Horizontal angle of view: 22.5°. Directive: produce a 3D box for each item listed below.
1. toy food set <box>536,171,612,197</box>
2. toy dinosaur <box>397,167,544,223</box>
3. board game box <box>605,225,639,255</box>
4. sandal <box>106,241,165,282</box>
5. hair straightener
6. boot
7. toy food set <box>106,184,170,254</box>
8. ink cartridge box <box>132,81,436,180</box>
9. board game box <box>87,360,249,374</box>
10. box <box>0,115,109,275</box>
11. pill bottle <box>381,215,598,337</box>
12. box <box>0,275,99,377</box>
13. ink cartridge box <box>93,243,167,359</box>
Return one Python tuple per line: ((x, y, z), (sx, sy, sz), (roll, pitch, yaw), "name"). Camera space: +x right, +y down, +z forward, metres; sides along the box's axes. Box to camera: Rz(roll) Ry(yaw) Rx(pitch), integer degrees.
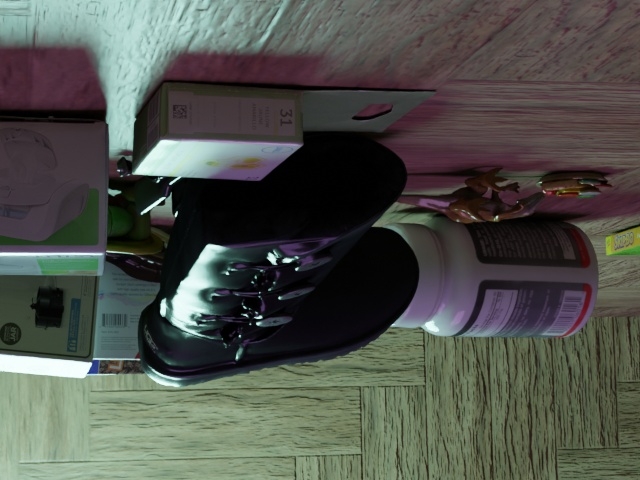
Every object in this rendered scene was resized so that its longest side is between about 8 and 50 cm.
((0.286, -0.062, 1.820), (0.082, 0.020, 0.083), (-1, 173, -6), "toy food set")
((0.153, -0.039, 1.783), (0.211, 0.064, 0.112), (7, 165, -13), "toy dinosaur")
((0.507, -0.008, 2.249), (0.124, 0.039, 0.259), (-1, 176, -14), "board game box")
((-0.255, 0.007, 2.175), (0.219, 0.060, 0.090), (21, 156, -33), "sandal")
((-0.161, -0.062, 1.628), (0.089, 0.047, 0.230), (1, 173, -18), "hair straightener")
((-0.002, 0.001, 1.717), (0.367, 0.146, 0.445), (-21, 161, -22), "boot")
((-0.238, -0.035, 1.809), (0.218, 0.071, 0.128), (6, -166, -35), "toy food set")
((-0.036, -0.092, 1.394), (0.235, 0.056, 0.171), (3, 172, -14), "ink cartridge box")
((-0.283, 0.122, 2.540), (0.291, 0.141, 0.232), (3, -174, -32), "board game box")
((-0.326, -0.039, 1.485), (0.262, 0.127, 0.231), (1, 175, -9), "box")
((0.213, 0.048, 2.143), (0.283, 0.161, 0.161), (3, 172, -27), "pill bottle")
((-0.433, 0.076, 2.061), (0.290, 0.169, 0.087), (8, 161, -13), "box")
((-0.271, 0.080, 2.261), (0.127, 0.175, 0.072), (3, 175, -30), "ink cartridge box")
